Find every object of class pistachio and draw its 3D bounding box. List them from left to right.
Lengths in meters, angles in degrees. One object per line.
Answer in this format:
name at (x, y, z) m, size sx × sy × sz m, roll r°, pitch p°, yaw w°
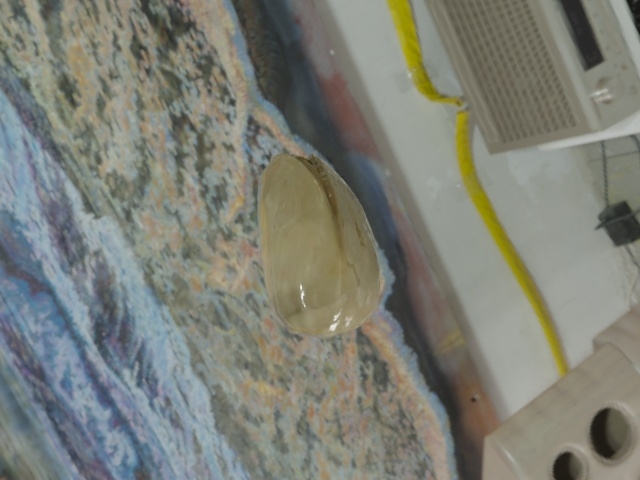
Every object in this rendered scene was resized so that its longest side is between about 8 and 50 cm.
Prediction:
pistachio at (0.000, 0.000, 0.713) m, size 0.145 × 0.117 × 0.200 m, roll 130°, pitch 137°, yaw -56°
